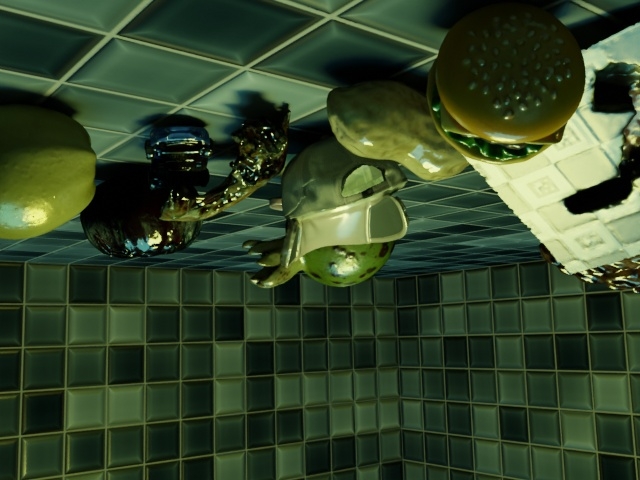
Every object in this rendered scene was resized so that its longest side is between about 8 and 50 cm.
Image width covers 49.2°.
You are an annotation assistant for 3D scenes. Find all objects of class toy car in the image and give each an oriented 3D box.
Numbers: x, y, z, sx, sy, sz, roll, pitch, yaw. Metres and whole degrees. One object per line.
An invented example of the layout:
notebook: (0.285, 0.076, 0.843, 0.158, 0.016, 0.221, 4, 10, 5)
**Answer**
toy car: (-0.225, -0.137, 1.109, 0.103, 0.063, 0.216, -4, 163, -14)

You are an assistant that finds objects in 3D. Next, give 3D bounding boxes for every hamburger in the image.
hamburger: (0.188, -0.158, 0.711, 0.162, 0.162, 0.115, -2, 171, 1)

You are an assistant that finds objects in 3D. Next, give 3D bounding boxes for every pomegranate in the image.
pomegranate: (0.010, -0.008, 1.376, 0.242, 0.242, 0.306, -9, -171, 45)

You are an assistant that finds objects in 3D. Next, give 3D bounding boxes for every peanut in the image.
peanut: (0.121, -0.143, 0.913, 0.257, 0.123, 0.124, 3, 171, -37)

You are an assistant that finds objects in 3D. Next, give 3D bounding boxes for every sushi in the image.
sushi: (0.386, -0.123, 0.850, 0.359, 0.064, 0.343, -24, 128, 39)

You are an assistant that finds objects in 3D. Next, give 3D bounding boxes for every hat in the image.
hat: (0.026, -0.063, 1.175, 0.232, 0.161, 0.275, -12, 146, -14)

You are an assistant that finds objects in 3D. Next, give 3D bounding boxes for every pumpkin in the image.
pumpkin: (-0.346, -0.048, 1.355, 0.233, 0.163, 0.233, -5, 180, 0)

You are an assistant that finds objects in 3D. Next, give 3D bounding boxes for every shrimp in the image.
shrimp: (-0.148, -0.099, 1.086, 0.233, 0.071, 0.365, -31, 177, -13)

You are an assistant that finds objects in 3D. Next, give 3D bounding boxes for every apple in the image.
apple: (-0.407, -0.097, 0.957, 0.200, 0.200, 0.200, -2, 172, 0)

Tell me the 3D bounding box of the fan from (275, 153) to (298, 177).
fan: (0.017, -0.142, 1.302, 0.310, 0.010, 0.182, -4, 171, 20)

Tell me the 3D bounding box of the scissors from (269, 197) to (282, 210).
scissors: (-0.017, -0.075, 1.702, 0.118, 0.030, 0.242, -6, 169, 34)

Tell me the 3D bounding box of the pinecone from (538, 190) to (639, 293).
pinecone: (0.469, -0.062, 1.072, 0.298, 0.242, 0.296, 42, 159, -5)
